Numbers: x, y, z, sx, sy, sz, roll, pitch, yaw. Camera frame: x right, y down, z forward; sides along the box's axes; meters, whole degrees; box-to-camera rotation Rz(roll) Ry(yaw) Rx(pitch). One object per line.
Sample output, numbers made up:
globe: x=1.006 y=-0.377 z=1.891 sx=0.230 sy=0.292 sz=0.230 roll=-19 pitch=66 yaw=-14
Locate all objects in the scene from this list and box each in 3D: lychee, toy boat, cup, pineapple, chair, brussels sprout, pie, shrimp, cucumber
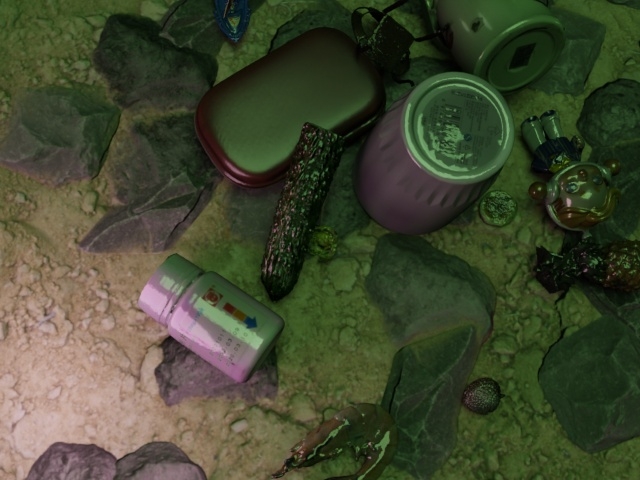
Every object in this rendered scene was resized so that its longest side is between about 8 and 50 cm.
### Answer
lychee: x=0.319 y=0.303 z=1.493 sx=0.083 sy=0.068 sz=0.067 roll=-9 pitch=34 yaw=-4
toy boat: x=-0.194 y=-0.515 z=1.661 sx=0.091 sy=0.110 sz=0.175 roll=-6 pitch=77 yaw=-6
cup: x=0.213 y=-0.159 z=1.467 sx=0.253 sy=0.371 sz=0.253 roll=1 pitch=81 yaw=-7
pineapple: x=0.551 y=0.052 z=1.561 sx=0.237 sy=0.111 sz=0.119 roll=2 pitch=59 yaw=2
chair: x=0.148 y=-0.428 z=1.621 sx=0.174 sy=0.213 sz=0.149 roll=34 pitch=91 yaw=-23
brussels sprout: x=0.000 y=0.000 z=1.560 sx=0.085 sy=0.058 sz=0.085 roll=3 pitch=103 yaw=13
pie: x=0.377 y=-0.068 z=1.625 sx=0.085 sy=0.017 sz=0.085 roll=1 pitch=74 yaw=-4
shrimp: x=0.037 y=0.412 z=1.445 sx=0.254 sy=0.059 sz=0.145 roll=-34 pitch=89 yaw=-17
cucumber: x=-0.045 y=-0.050 z=1.509 sx=0.096 sy=0.096 sz=0.359 roll=19 pitch=98 yaw=1

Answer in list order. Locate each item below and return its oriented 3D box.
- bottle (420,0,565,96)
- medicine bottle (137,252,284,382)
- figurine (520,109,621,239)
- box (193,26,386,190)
bottle: x=0.340 y=-0.486 z=1.638 sx=0.229 sy=0.229 sz=0.351 roll=-21 pitch=57 yaw=-10
medicine bottle: x=-0.207 y=0.145 z=1.451 sx=0.254 sy=0.152 sz=0.152 roll=32 pitch=74 yaw=6
figurine: x=0.505 y=-0.138 z=1.606 sx=0.194 sy=0.133 sz=0.274 roll=-38 pitch=70 yaw=-16
box: x=-0.062 y=-0.278 z=1.603 sx=0.404 sy=0.108 sz=0.263 roll=-32 pitch=80 yaw=-12
